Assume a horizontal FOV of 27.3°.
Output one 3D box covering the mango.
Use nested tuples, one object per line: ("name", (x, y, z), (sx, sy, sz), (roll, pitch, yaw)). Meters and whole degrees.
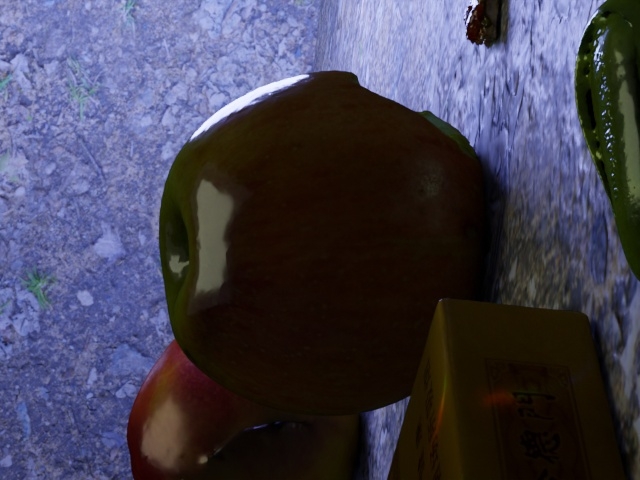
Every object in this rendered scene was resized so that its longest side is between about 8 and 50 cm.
("mango", (0.185, -0.056, 0.718), (0.091, 0.074, 0.165), (157, 108, -78))

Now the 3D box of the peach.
("peach", (-0.112, 0.262, 1.890), (0.370, 0.369, 0.370), (-174, 90, -84))

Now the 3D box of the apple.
("apple", (0.000, 0.000, 1.294), (0.339, 0.339, 0.340), (-174, 90, -84))

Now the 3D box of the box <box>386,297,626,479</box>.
("box", (0.103, 0.281, 0.937), (0.264, 0.115, 0.415), (-93, 11, -48))

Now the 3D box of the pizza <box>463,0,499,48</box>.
("pizza", (0.159, -0.243, 1.305), (0.100, 0.029, 0.099), (-114, 31, -77))
